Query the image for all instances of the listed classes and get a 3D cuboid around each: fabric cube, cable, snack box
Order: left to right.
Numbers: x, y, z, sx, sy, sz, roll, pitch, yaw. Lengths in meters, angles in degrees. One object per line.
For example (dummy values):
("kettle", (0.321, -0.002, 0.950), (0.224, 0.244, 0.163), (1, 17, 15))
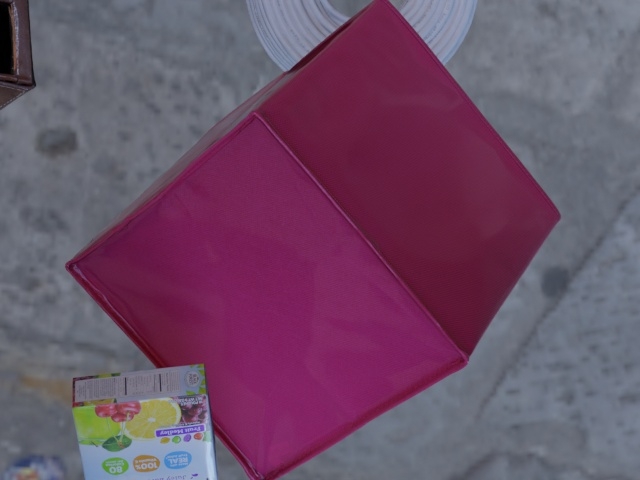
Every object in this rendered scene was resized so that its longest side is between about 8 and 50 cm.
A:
("snack box", (-0.129, 0.161, 1.210), (0.100, 0.037, 0.141), (-5, 128, -3))
("fabric cube", (0.000, 0.000, 1.336), (0.259, 0.258, 0.254), (-35, 100, 36))
("cable", (0.044, -0.280, 1.745), (0.257, 0.089, 0.257), (35, 85, -9))

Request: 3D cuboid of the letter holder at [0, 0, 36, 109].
("letter holder", (-0.416, -0.165, 1.376), (0.214, 0.152, 0.302), (6, 161, -39))
